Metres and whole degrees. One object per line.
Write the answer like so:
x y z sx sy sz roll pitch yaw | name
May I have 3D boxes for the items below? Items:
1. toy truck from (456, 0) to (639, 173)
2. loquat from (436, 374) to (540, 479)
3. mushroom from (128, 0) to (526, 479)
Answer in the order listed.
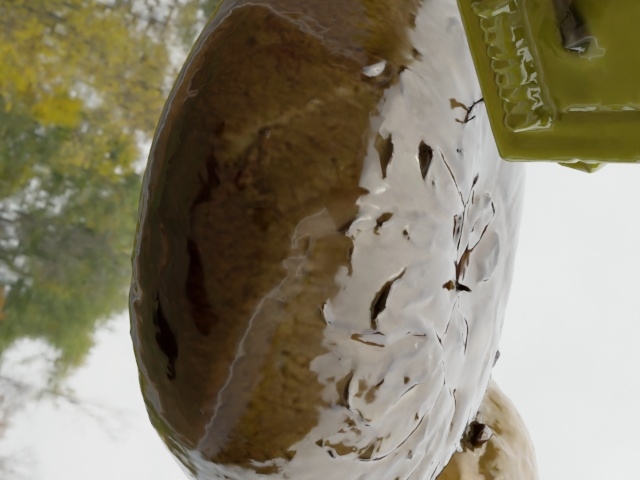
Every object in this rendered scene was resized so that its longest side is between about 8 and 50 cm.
0.159 -0.064 0.268 0.285 0.136 0.111 0 -153 44 | toy truck
0.052 0.191 0.916 0.238 0.238 0.193 -52 168 30 | loquat
0.014 0.001 0.599 0.278 0.163 0.297 -30 128 -78 | mushroom
